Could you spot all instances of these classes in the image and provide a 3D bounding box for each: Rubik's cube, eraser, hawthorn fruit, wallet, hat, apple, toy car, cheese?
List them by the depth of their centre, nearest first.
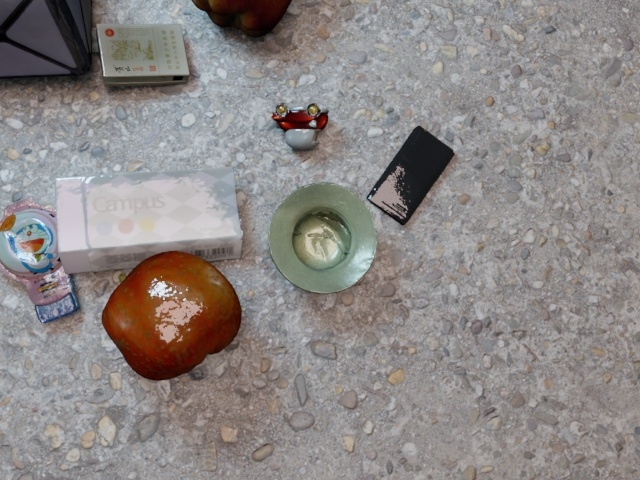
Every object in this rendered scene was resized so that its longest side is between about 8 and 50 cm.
[{"bbox_3d":[-0.326,0.155,1.222,0.300,0.275,0.275,35,79,14],"label":"hawthorn fruit"},{"bbox_3d":[-0.679,-0.563,1.228,0.305,0.310,0.307,-4,70,-5],"label":"Rubik's cube"},{"bbox_3d":[-0.639,0.042,1.292,0.189,0.074,0.286,-20,85,-7],"label":"cheese"},{"bbox_3d":[-0.386,-0.048,1.303,0.397,0.082,0.213,-6,81,-15],"label":"eraser"},{"bbox_3d":[0.000,0.000,1.342,0.257,0.130,0.257,1,82,-7],"label":"hat"},{"bbox_3d":[-0.173,-0.664,1.351,0.288,0.288,0.317,16,93,-4],"label":"apple"},{"bbox_3d":[-0.050,-0.278,1.399,0.139,0.112,0.112,2,97,3],"label":"toy car"},{"bbox_3d":[0.231,-0.168,1.447,0.124,0.025,0.244,36,80,0],"label":"wallet"}]

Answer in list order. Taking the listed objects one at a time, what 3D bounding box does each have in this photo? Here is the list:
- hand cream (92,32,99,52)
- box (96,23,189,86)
[{"bbox_3d":[-0.611,-0.495,1.390,0.194,0.042,0.067,10,86,-3],"label":"hand cream"},{"bbox_3d":[-0.429,-0.449,1.374,0.201,0.058,0.141,-9,83,-22],"label":"box"}]
